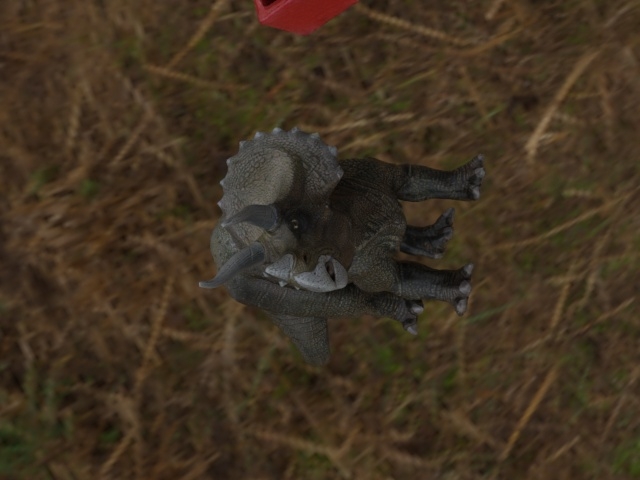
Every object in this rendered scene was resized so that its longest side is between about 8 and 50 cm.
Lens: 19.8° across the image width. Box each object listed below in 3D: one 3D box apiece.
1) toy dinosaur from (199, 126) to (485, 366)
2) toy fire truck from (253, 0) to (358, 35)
[{"bbox_3d":[0.000,0.000,1.077,0.160,0.313,0.121,12,80,-9],"label":"toy dinosaur"},{"bbox_3d":[0.033,-0.180,0.807,0.047,0.135,0.192,-28,60,55],"label":"toy fire truck"}]
